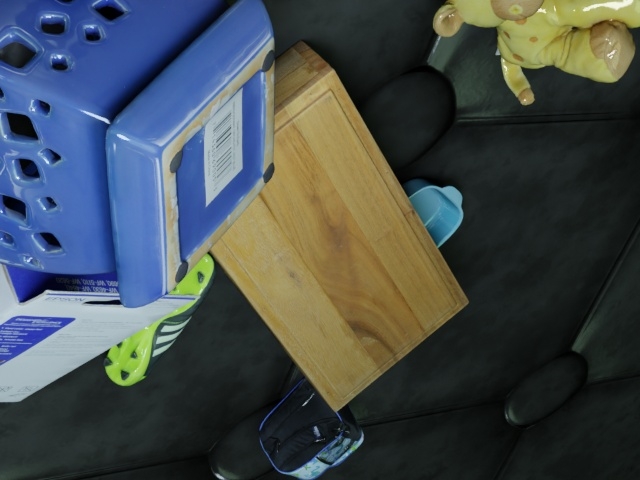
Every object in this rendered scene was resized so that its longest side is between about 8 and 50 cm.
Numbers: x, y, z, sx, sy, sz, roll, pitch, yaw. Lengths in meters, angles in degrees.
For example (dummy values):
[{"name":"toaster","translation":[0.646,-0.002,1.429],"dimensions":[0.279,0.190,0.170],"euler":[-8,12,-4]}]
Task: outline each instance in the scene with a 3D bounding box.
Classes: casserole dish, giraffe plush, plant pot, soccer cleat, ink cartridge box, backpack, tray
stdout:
[{"name":"casserole dish","translation":[0.083,-0.003,1.777],"dimensions":[0.188,0.037,0.114],"euler":[-43,143,8]},{"name":"giraffe plush","translation":[0.206,-0.252,1.544],"dimensions":[0.170,0.181,0.210],"euler":[25,147,-39]},{"name":"plant pot","translation":[-0.166,-0.102,1.258],"dimensions":[0.236,0.212,0.236],"euler":[-49,155,-37]},{"name":"soccer cleat","translation":[-0.169,0.081,1.654],"dimensions":[0.179,0.060,0.072],"euler":[-52,165,12]},{"name":"ink cartridge box","translation":[-0.273,0.078,1.430],"dimensions":[0.165,0.065,0.333],"euler":[5,156,-42]},{"name":"backpack","translation":[-0.010,0.240,1.902],"dimensions":[0.114,0.105,0.084],"euler":[-42,142,14]},{"name":"tray","translation":[0.000,0.000,1.631],"dimensions":[0.203,0.076,0.411],"euler":[-39,137,-5]}]
